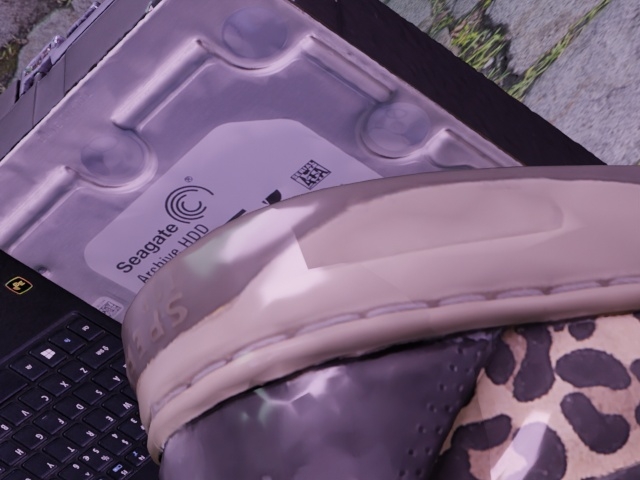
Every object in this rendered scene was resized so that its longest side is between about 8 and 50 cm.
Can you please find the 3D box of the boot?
[{"bbox_3d":[0.154,0.125,0.359,0.138,0.377,0.284,123,143,-58],"label":"boot"}]

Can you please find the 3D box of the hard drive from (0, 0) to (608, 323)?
[{"bbox_3d":[0.000,0.000,0.834,0.237,0.339,0.064,-39,35,29],"label":"hard drive"}]

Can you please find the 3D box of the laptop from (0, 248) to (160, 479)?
[{"bbox_3d":[-0.093,0.059,0.616,0.234,0.264,0.137,-36,-30,-52],"label":"laptop"}]
